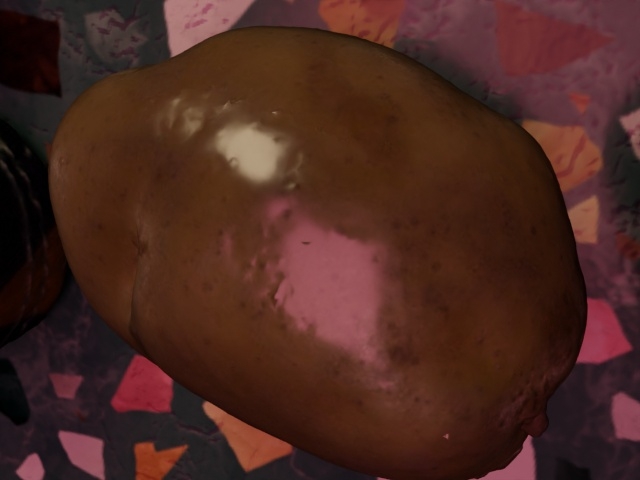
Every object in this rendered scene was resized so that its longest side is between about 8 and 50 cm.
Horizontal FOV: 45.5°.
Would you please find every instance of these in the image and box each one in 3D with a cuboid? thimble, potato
[{"bbox_3d":[-0.330,0.003,0.594,0.237,0.150,0.237,4,105,15],"label":"thimble"},{"bbox_3d":[0.000,0.000,0.470,0.326,0.221,0.243,20,97,19],"label":"potato"}]
